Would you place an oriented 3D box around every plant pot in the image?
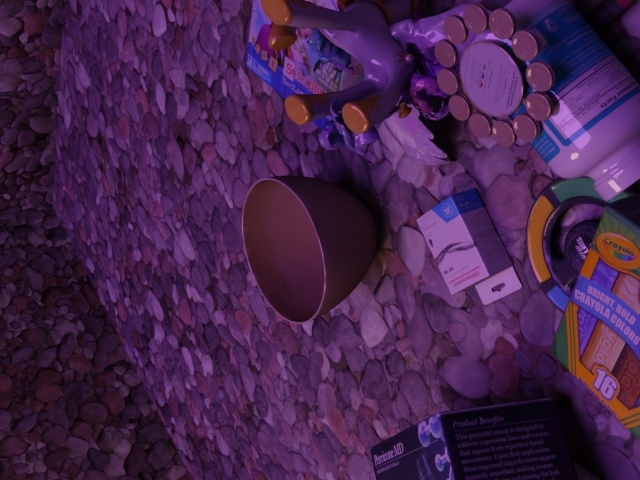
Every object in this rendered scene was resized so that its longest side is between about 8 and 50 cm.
[{"bbox_3d":[0.000,0.000,1.481,0.284,0.190,0.284,28,126,48],"label":"plant pot"}]

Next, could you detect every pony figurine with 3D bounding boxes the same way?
[{"bbox_3d":[0.107,-0.263,1.128,0.351,0.363,0.302,54,138,0],"label":"pony figurine"}]

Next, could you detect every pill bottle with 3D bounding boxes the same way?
[{"bbox_3d":[0.314,-0.180,0.958,0.264,0.146,0.146,54,144,8],"label":"pill bottle"}]

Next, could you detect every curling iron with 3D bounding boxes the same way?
[{"bbox_3d":[0.373,-0.312,0.941,0.274,0.035,0.068,125,142,-56],"label":"curling iron"}]

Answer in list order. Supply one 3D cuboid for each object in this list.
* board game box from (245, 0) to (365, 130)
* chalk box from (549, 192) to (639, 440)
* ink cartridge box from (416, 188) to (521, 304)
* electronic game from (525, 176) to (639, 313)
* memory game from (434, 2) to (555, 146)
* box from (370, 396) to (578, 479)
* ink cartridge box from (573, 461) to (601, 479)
[{"bbox_3d":[-0.021,-0.413,1.442,0.318,0.065,0.318,44,137,37],"label":"board game box"},{"bbox_3d":[0.407,0.053,0.824,0.179,0.180,0.289,51,146,41],"label":"chalk box"},{"bbox_3d":[0.243,0.019,1.249,0.104,0.060,0.180,-40,71,54],"label":"ink cartridge box"},{"bbox_3d":[0.381,0.016,1.058,0.229,0.048,0.230,28,126,48],"label":"electronic game"},{"bbox_3d":[0.211,-0.201,0.932,0.186,0.012,0.186,39,147,32],"label":"memory game"},{"bbox_3d":[0.257,0.479,1.179,0.293,0.211,0.396,124,140,-59],"label":"box"},{"bbox_3d":[0.414,0.437,1.200,0.179,0.045,0.146,32,130,49],"label":"ink cartridge box"}]
